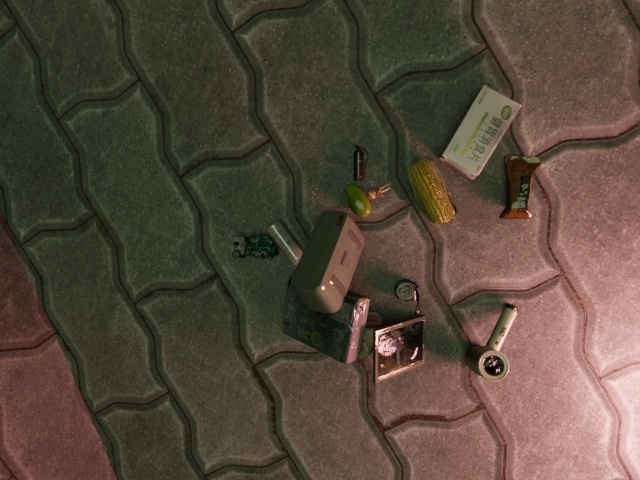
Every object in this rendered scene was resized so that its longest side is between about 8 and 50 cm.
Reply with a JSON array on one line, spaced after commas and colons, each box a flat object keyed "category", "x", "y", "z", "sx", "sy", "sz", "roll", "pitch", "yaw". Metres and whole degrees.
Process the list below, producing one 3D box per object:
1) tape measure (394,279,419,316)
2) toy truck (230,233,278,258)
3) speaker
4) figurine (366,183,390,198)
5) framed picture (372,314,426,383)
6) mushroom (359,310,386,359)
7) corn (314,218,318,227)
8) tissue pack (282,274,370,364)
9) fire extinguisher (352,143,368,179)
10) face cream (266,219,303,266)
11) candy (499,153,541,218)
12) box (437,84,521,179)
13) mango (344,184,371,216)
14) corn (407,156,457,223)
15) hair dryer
[{"category": "tape measure", "x": 0.382, "y": 0.247, "z": 1.813, "sx": 0.106, "sy": 0.180, "sz": 0.104, "roll": -1, "pitch": 114, "yaw": 9}, {"category": "toy truck", "x": -0.309, "y": 0.027, "z": 1.932, "sx": 0.215, "sy": 0.110, "sz": 0.117, "roll": 1, "pitch": 85, "yaw": 10}, {"category": "speaker", "x": 0.035, "y": 0.080, "z": 1.720, "sx": 0.183, "sy": 0.184, "sz": 0.407, "roll": 3, "pitch": 57, "yaw": 33}, {"category": "figurine", "x": 0.256, "y": -0.217, "z": 1.829, "sx": 0.109, "sy": 0.047, "sz": 0.064, "roll": -25, "pitch": 86, "yaw": 1}, {"category": "framed picture", "x": 0.351, "y": 0.471, "z": 1.808, "sx": 0.020, "sy": 0.323, "sz": 0.241, "roll": 11, "pitch": 103, "yaw": 52}, {"category": "mushroom", "x": 0.214, "y": 0.429, "z": 1.861, "sx": 0.236, "sy": 0.162, "sz": 0.174, "roll": 4, "pitch": 107, "yaw": 52}, {"category": "corn", "x": 0.000, "y": 0.000, "z": 1.891, "sx": 0.067, "sy": 0.067, "sz": 0.207, "roll": -1, "pitch": 95, "yaw": 10}, {"category": "tissue pack", "x": 0.011, "y": 0.334, "z": 1.822, "sx": 0.394, "sy": 0.124, "sz": 0.288, "roll": 15, "pitch": 100, "yaw": 38}, {"category": "fire extinguisher", "x": 0.176, "y": -0.348, "z": 1.827, "sx": 0.078, "sy": 0.045, "sz": 0.157, "roll": -4, "pitch": 97, "yaw": -18}, {"category": "face cream", "x": -0.143, "y": 0.033, "z": 1.913, "sx": 0.082, "sy": 0.082, "sz": 0.269, "roll": -37, "pitch": 92, "yaw": 12}, {"category": "candy", "x": 0.827, "y": -0.221, "z": 1.706, "sx": 0.143, "sy": 0.101, "sz": 0.272, "roll": 5, "pitch": 93, "yaw": 15}, {"category": "box", "x": 0.638, "y": -0.434, "z": 1.681, "sx": 0.173, "sy": 0.145, "sz": 0.333, "roll": 30, "pitch": 101, "yaw": 6}, {"category": "mango", "x": 0.163, "y": -0.177, "z": 1.834, "sx": 0.091, "sy": 0.074, "sz": 0.165, "roll": -36, "pitch": 90, "yaw": 14}, {"category": "corn", "x": 0.478, "y": -0.206, "z": 1.763, "sx": 0.123, "sy": 0.122, "sz": 0.306, "roll": -26, "pitch": 96, "yaw": -16}, {"category": "hair dryer", "x": 0.766, "y": 0.420, "z": 1.776, "sx": 0.128, "sy": 0.203, "sz": 0.362, "roll": 28, "pitch": 85, "yaw": 8}]
